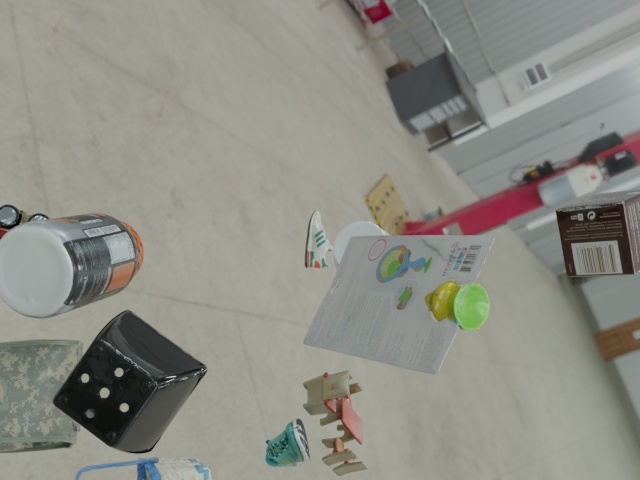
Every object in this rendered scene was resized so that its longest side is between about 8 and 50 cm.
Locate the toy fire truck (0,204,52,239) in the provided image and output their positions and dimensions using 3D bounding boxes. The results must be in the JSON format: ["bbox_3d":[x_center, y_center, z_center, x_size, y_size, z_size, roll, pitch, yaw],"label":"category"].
[{"bbox_3d":[-0.746,0.056,1.910,0.158,0.217,0.246,135,-29,-80],"label":"toy fire truck"}]

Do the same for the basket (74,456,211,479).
[{"bbox_3d":[-0.381,0.597,1.627,0.201,0.289,0.254,174,-92,-69],"label":"basket"}]

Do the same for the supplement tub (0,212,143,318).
[{"bbox_3d":[-0.551,0.046,1.672,0.207,0.207,0.338,66,15,0],"label":"supplement tub"}]

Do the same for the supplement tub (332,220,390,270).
[{"bbox_3d":[0.114,0.053,1.699,0.199,0.144,0.144,55,19,-59],"label":"supplement tub"}]

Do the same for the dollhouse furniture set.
[{"bbox_3d":[0.064,0.474,2.048,0.262,0.135,0.259,-91,156,-43],"label":"dollhouse furniture set"}]

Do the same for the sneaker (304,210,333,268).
[{"bbox_3d":[0.000,0.000,2.031,0.057,0.075,0.161,127,-30,-79],"label":"sneaker"}]

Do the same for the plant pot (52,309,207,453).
[{"bbox_3d":[-0.330,0.243,1.237,0.187,0.188,0.167,35,-2,5],"label":"plant pot"}]

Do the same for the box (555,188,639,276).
[{"bbox_3d":[0.681,-0.019,1.728,0.203,0.168,0.167,-18,98,-44],"label":"box"}]

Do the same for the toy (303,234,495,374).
[{"bbox_3d":[0.083,0.065,0.749,0.056,0.237,0.136,32,74,-23],"label":"toy"}]

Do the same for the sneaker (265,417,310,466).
[{"bbox_3d":[-0.091,0.559,1.985,0.275,0.110,0.107,105,-26,-57],"label":"sneaker"}]

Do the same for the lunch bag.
[{"bbox_3d":[-0.672,0.352,1.671,0.169,0.287,0.235,79,8,-66],"label":"lunch bag"}]
